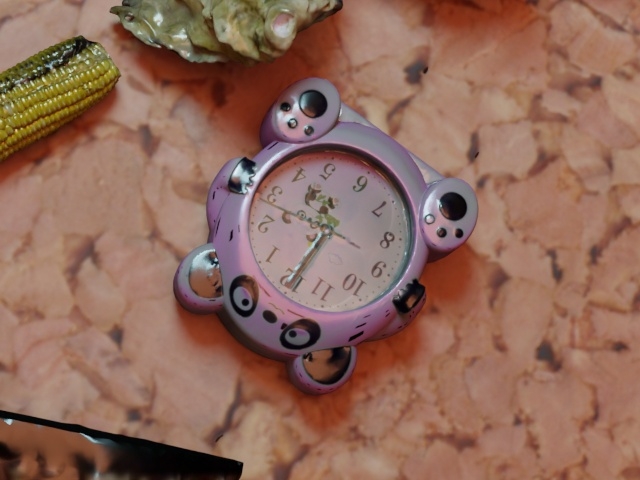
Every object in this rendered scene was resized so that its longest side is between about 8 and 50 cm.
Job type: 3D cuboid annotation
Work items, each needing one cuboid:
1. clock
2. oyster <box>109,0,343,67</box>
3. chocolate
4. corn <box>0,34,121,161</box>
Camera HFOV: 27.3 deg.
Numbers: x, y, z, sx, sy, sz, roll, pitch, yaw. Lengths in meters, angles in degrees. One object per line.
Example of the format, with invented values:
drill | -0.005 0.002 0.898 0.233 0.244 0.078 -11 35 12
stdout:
clock | 0.000 0.000 1.227 0.228 0.090 0.248 36 75 -3
oyster | -0.102 -0.286 1.227 0.238 0.115 0.351 -28 58 -7
chocolate | -0.246 0.245 1.056 0.340 0.225 0.210 13 83 -7
corn | -0.276 -0.120 1.199 0.203 0.072 0.072 -32 87 -17
